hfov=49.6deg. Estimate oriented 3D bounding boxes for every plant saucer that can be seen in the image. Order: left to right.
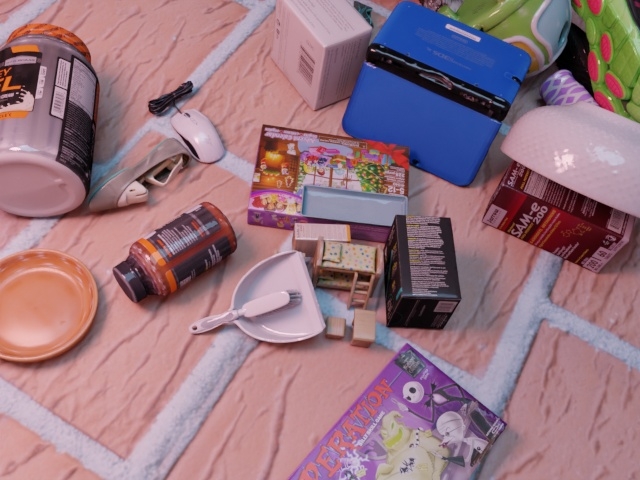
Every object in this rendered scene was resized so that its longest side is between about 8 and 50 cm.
[{"bbox_3d":[-0.461,0.106,1.118,0.200,0.037,0.200,4,58,-7],"label":"plant saucer"},{"bbox_3d":[0.061,-0.058,1.240,0.192,0.018,0.067,7,61,-5],"label":"plant saucer"}]

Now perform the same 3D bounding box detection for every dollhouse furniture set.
[{"bbox_3d":[0.006,0.083,1.162,0.182,0.101,0.161,7,58,-4],"label":"dollhouse furniture set"}]

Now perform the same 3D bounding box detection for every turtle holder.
[{"bbox_3d":[0.408,-0.456,1.472,0.227,0.243,0.320,46,40,-22],"label":"turtle holder"}]

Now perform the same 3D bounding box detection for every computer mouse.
[{"bbox_3d":[-0.252,-0.232,1.353,0.106,0.042,0.193,-30,67,-25],"label":"computer mouse"}]

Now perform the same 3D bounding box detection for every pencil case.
[{"bbox_3d":[0.551,-0.269,1.471,0.088,0.086,0.206,5,52,-48],"label":"pencil case"}]

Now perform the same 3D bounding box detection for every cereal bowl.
[{"bbox_3d":[0.513,-0.158,1.257,0.339,0.141,0.339,22,17,-7],"label":"cereal bowl"}]

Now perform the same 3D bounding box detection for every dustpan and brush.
[{"bbox_3d":[-0.115,0.115,1.143,0.211,0.060,0.147,-20,82,14],"label":"dustpan and brush"}]

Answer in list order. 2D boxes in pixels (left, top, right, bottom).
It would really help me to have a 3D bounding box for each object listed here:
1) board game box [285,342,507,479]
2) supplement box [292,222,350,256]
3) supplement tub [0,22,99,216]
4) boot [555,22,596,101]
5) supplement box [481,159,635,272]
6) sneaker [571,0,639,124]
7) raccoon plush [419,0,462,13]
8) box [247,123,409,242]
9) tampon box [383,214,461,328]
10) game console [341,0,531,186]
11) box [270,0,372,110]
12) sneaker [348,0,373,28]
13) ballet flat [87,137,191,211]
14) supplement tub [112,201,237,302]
[{"bbox_3d":[0.106,0.342,1.051,0.208,0.056,0.347,36,60,18],"label":"board game box"},{"bbox_3d":[0.000,0.000,1.235,0.098,0.062,0.036,2,59,-8],"label":"supplement box"},{"bbox_3d":[-0.495,-0.217,1.220,0.193,0.193,0.316,-1,58,-9],"label":"supplement tub"},{"bbox_3d":[0.659,-0.409,1.563,0.207,0.094,0.246,-17,69,-14],"label":"boot"},{"bbox_3d":[0.437,-0.043,1.286,0.239,0.130,0.073,25,60,8],"label":"supplement box"},{"bbox_3d":[0.654,-0.445,1.429,0.202,0.185,0.483,-7,77,-7],"label":"sneaker"},{"bbox_3d":[0.108,-0.649,1.628,0.216,0.299,0.446,-26,97,-38],"label":"raccoon plush"},{"bbox_3d":[0.020,-0.107,1.307,0.293,0.057,0.201,8,59,-4],"label":"box"},{"bbox_3d":[0.170,0.055,1.192,0.101,0.120,0.161,4,58,-5],"label":"tampon box"},{"bbox_3d":[0.228,-0.295,1.381,0.293,0.173,0.250,27,61,7],"label":"game console"},{"bbox_3d":[-0.003,-0.401,1.412,0.119,0.181,0.182,-26,65,-22],"label":"box"},{"bbox_3d":[0.081,-0.478,1.545,0.076,0.065,0.166,12,59,-5],"label":"sneaker"},{"bbox_3d":[-0.320,-0.110,1.252,0.068,0.072,0.213,40,61,11],"label":"ballet flat"},{"bbox_3d":[-0.245,0.023,1.160,0.198,0.106,0.106,-34,69,-26],"label":"supplement tub"}]
